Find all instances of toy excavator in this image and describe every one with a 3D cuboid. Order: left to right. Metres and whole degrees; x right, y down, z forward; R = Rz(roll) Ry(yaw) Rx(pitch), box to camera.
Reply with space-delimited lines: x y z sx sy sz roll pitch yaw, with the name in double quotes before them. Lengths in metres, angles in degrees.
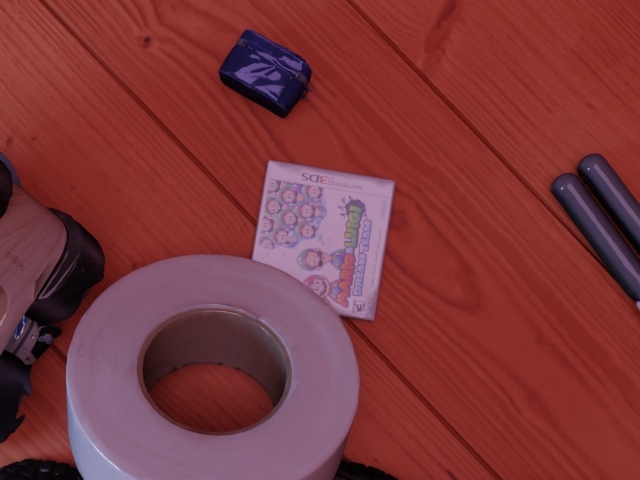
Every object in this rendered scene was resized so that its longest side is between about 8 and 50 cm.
"toy excavator" -0.501 0.059 1.166 0.445 0.222 0.433 23 77 30

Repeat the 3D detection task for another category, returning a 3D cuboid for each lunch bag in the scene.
"lunch bag" -0.054 -0.182 1.300 0.098 0.067 0.065 30 84 -1

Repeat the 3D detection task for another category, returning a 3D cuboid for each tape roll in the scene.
"tape roll" -0.105 0.151 1.182 0.286 0.100 0.286 5 49 -6

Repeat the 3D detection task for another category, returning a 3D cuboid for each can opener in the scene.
"can opener" 0.360 0.028 1.296 0.074 0.093 0.280 -35 83 -5

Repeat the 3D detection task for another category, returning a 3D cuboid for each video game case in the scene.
"video game case" 0.000 0.000 1.310 0.143 0.019 0.157 9 84 -2

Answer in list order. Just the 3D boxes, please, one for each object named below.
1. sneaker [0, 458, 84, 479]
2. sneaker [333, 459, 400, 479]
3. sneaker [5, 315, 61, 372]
"sneaker" -0.230 0.334 1.223 0.283 0.107 0.124 26 119 17
"sneaker" -0.016 0.289 1.250 0.286 0.109 0.130 12 91 7
"sneaker" -0.324 0.118 1.247 0.086 0.085 0.237 17 84 9
